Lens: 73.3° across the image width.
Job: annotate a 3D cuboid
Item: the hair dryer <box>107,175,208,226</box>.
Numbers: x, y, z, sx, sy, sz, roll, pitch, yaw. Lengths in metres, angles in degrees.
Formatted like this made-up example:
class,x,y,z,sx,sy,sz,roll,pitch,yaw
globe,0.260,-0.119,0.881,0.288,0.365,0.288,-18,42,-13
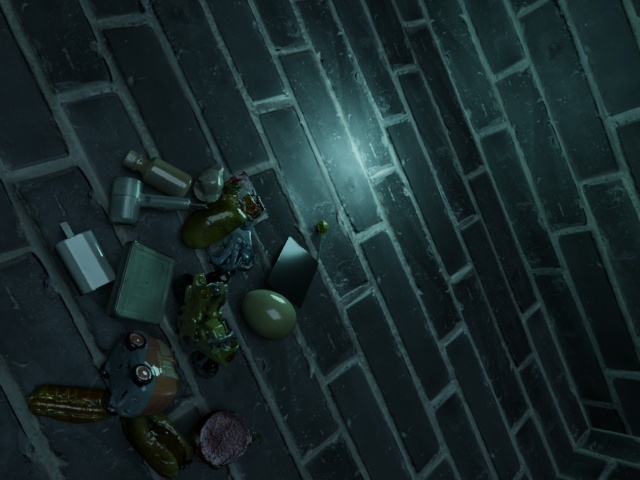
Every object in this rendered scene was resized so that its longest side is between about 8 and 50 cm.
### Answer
class,x,y,z,sx,sy,sz,roll,pitch,yaw
hair dryer,-0.602,-0.133,1.625,0.357,0.107,0.173,4,81,-11

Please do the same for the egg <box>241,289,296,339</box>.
class,x,y,z,sx,sy,sz,roll,pitch,yaw
egg,-0.216,0.305,1.791,0.253,0.188,0.189,42,63,-15

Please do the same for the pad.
class,x,y,z,sx,sy,sz,roll,pitch,yaw
pad,-0.117,0.139,1.927,0.202,0.005,0.300,43,41,-19

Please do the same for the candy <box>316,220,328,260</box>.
class,x,y,z,sx,sy,sz,roll,pitch,yaw
candy,0.000,0.000,2.069,0.058,0.062,0.194,9,86,-28

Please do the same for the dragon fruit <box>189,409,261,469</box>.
class,x,y,z,sx,sy,sz,roll,pitch,yaw
dragon fruit,-0.379,0.759,1.650,0.282,0.147,0.211,18,63,-32

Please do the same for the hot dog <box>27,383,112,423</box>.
class,x,y,z,sx,sy,sz,roll,pitch,yaw
hot dog,-0.825,0.549,1.440,0.268,0.072,0.115,16,81,-30

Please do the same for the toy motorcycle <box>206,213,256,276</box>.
class,x,y,z,sx,sy,sz,roll,pitch,yaw
toy motorcycle,-0.373,0.012,1.781,0.206,0.154,0.260,-4,71,-11

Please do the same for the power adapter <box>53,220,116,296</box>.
class,x,y,z,sx,sy,sz,roll,pitch,yaw
power adapter,-0.815,0.053,1.462,0.124,0.187,0.255,-32,99,-33

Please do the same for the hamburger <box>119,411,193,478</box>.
class,x,y,z,sx,sy,sz,roll,pitch,yaw
hamburger,-0.560,0.704,1.496,0.132,0.211,0.309,-41,102,-35

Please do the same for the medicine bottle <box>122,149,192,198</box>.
class,x,y,z,sx,sy,sz,roll,pitch,yaw
medicine bottle,-0.635,-0.261,1.674,0.252,0.114,0.114,30,67,-25

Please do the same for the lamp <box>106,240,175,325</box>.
class,x,y,z,sx,sy,sz,roll,pitch,yaw
lamp,-0.633,0.159,1.545,0.269,0.047,0.267,49,45,-68

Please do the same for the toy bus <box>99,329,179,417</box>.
class,x,y,z,sx,sy,sz,roll,pitch,yaw
toy bus,-0.602,0.458,1.485,0.232,0.194,0.288,23,26,-44

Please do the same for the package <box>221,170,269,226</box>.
class,x,y,z,sx,sy,sz,roll,pitch,yaw
package,-0.339,-0.169,1.892,0.154,0.030,0.239,-35,101,-30

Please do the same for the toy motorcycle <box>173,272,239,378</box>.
class,x,y,z,sx,sy,sz,roll,pitch,yaw
toy motorcycle,-0.437,0.318,1.630,0.168,0.236,0.410,-15,89,-60

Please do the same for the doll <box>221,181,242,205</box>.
class,x,y,z,sx,sy,sz,roll,pitch,yaw
doll,-0.383,-0.197,1.833,0.078,0.077,0.113,9,116,-32

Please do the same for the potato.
class,x,y,z,sx,sy,sz,roll,pitch,yaw
potato,-0.439,-0.086,1.712,0.271,0.111,0.160,-33,57,-15

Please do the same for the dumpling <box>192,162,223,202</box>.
class,x,y,z,sx,sy,sz,roll,pitch,yaw
dumpling,-0.465,-0.240,1.778,0.127,0.108,0.188,1,71,2

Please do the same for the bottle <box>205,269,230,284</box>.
class,x,y,z,sx,sy,sz,roll,pitch,yaw
bottle,-0.407,0.149,1.713,0.060,0.164,0.060,6,78,-31
